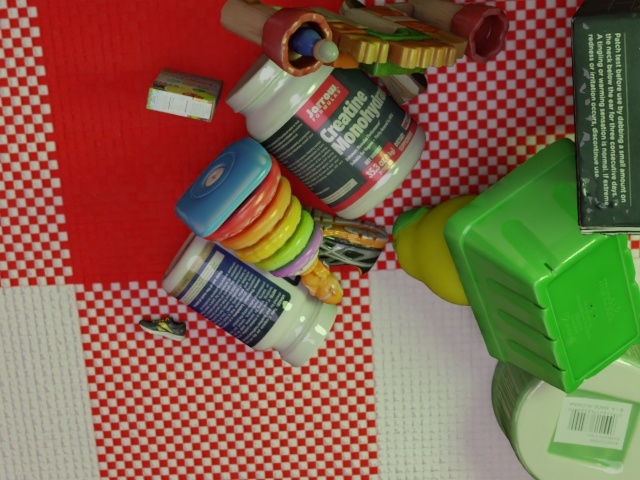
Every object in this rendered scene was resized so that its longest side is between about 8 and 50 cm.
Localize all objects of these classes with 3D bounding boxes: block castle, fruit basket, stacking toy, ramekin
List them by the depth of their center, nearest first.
[{"bbox_3d":[0.102,-0.382,1.665,0.453,0.213,0.303,-11,122,-42],"label":"block castle"},{"bbox_3d":[-0.063,-0.003,1.890,0.166,0.175,0.302,-47,115,-3],"label":"stacking toy"},{"bbox_3d":[0.300,0.021,1.912,0.283,0.392,0.392,-35,106,-8],"label":"fruit basket"},{"bbox_3d":[0.446,0.282,2.052,0.303,0.148,0.303,0,109,1],"label":"ramekin"}]

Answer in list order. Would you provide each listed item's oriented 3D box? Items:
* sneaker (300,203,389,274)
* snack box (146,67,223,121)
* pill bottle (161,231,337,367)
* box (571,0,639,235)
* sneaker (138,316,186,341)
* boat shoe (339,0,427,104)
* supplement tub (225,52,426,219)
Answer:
[{"bbox_3d":[0.000,0.000,2.003,0.215,0.084,0.083,15,118,-3],"label":"sneaker"},{"bbox_3d":[-0.209,-0.227,1.894,0.100,0.141,0.037,13,110,-3],"label":"snack box"},{"bbox_3d":[-0.113,0.085,1.995,0.265,0.153,0.153,35,107,-10],"label":"pill bottle"},{"bbox_3d":[0.606,-0.220,1.636,0.472,0.480,0.297,1,112,19],"label":"box"},{"bbox_3d":[-0.268,0.145,2.089,0.083,0.031,0.035,17,95,-9],"label":"sneaker"},{"bbox_3d":[0.083,-0.289,1.909,0.072,0.068,0.190,-33,104,28],"label":"boat shoe"},{"bbox_3d":[0.009,-0.183,1.878,0.272,0.191,0.191,42,105,-12],"label":"supplement tub"}]
